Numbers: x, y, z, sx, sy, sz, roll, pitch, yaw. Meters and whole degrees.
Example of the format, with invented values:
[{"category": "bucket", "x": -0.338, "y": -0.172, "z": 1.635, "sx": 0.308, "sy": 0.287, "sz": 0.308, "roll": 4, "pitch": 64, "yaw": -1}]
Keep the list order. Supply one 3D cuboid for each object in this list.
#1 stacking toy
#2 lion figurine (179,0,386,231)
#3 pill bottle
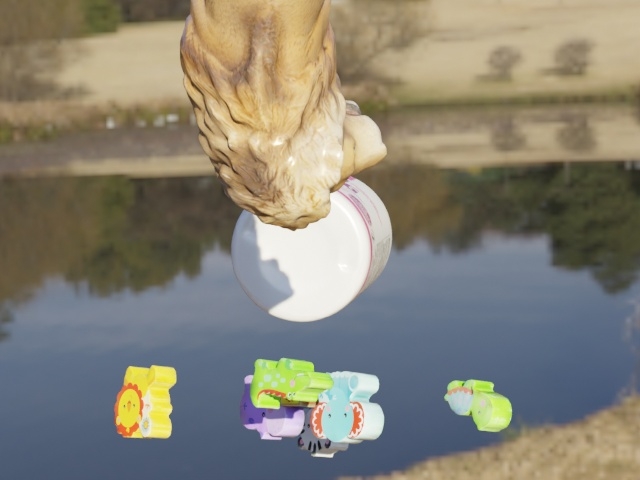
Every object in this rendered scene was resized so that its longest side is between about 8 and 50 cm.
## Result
[{"category": "stacking toy", "x": -0.008, "y": 0.111, "z": 0.962, "sx": 0.167, "sy": 0.052, "sz": 0.221, "roll": 10, "pitch": -12, "yaw": -36}, {"category": "lion figurine", "x": -0.022, "y": -0.196, "z": 0.941, "sx": 0.142, "sy": 0.240, "sz": 0.392, "roll": -2, "pitch": -33, "yaw": -4}, {"category": "pill bottle", "x": 0.000, "y": 0.000, "z": 1.787, "sx": 0.160, "sy": 0.160, "sz": 0.283, "roll": 0, "pitch": 5, "yaw": 10}]
